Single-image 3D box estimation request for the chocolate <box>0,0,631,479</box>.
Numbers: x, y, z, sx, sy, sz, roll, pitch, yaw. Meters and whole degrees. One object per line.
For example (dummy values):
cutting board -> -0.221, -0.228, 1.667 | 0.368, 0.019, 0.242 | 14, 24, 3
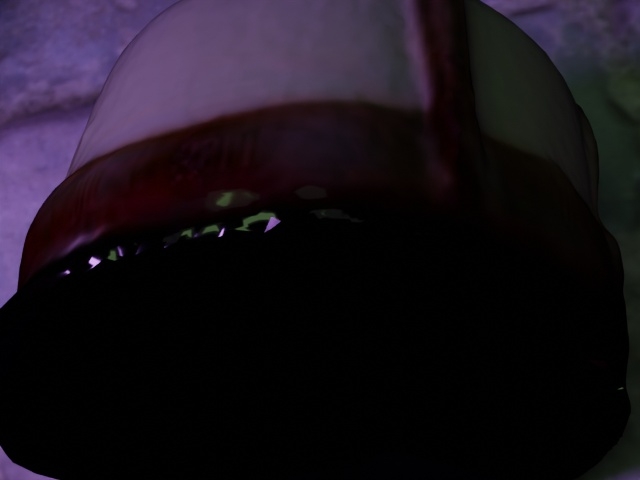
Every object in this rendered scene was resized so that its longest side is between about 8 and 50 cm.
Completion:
chocolate -> 0.000, 0.000, 0.542 | 0.283, 0.284, 0.186 | -15, 50, 18
